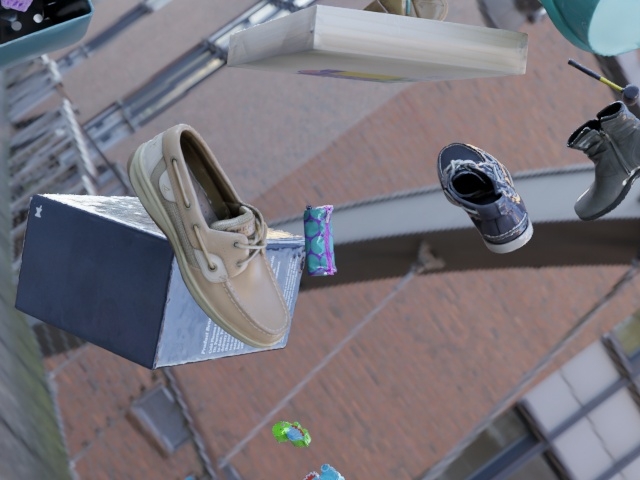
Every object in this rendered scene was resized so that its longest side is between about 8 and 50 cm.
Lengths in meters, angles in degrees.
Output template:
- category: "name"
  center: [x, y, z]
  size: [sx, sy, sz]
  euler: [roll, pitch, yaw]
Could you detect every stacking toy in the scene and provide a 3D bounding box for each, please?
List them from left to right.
- category: "stacking toy"
  center: [0.030, 0.329, 1.195]
  size: [0.221, 0.052, 0.167]
  euler: [34, -23, 39]

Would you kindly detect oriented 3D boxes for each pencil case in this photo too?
- category: "pencil case"
  center: [0.000, 0.000, 2.060]
  size: [0.070, 0.064, 0.151]
  euler: [-9, -97, 54]

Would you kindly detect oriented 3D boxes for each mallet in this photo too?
- category: "mallet"
  center: [0.679, -0.387, 2.307]
  size: [0.190, 0.039, 0.062]
  euler: [34, -2, 9]

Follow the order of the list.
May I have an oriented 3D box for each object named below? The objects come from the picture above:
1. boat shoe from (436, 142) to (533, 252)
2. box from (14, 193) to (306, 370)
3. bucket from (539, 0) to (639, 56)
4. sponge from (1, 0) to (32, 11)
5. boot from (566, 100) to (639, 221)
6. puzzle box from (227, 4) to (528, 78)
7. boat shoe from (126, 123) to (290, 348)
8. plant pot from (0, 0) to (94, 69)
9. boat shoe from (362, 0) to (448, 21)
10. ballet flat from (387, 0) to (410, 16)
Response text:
- category: "boat shoe"
  center: [0.172, -0.066, 1.059]
  size: [0.065, 0.075, 0.206]
  euler: [56, 7, -33]
- category: "box"
  center: [-0.374, 0.078, 2.293]
  size: [0.480, 0.297, 0.472]
  euler: [17, 9, 34]
- category: "bucket"
  center: [0.342, -0.354, 1.078]
  size: [0.183, 0.281, 0.281]
  euler: [58, -2, 24]
- category: "sponge"
  center: [-0.316, -0.357, 1.036]
  size: [0.031, 0.117, 0.210]
  euler: [10, 45, -32]
- category: "boot"
  center: [0.516, -0.150, 1.780]
  size: [0.161, 0.246, 0.083]
  euler: [27, 43, -16]
- category: "puzzle box"
  center: [0.052, -0.251, 1.278]
  size: [0.409, 0.272, 0.052]
  euler: [-160, -107, -69]
- category: "boat shoe"
  center: [-0.135, 0.000, 1.337]
  size: [0.341, 0.110, 0.121]
  euler: [56, 39, -13]
- category: "plant pot"
  center: [-0.409, -0.318, 1.278]
  size: [0.165, 0.166, 0.234]
  euler: [67, -14, -3]
- category: "boat shoe"
  center: [0.101, -0.386, 1.784]
  size: [0.096, 0.277, 0.098]
  euler: [-71, 137, -87]
- category: "ballet flat"
  center: [0.098, -0.429, 1.410]
  size: [0.232, 0.073, 0.080]
  euler: [86, 7, -50]
